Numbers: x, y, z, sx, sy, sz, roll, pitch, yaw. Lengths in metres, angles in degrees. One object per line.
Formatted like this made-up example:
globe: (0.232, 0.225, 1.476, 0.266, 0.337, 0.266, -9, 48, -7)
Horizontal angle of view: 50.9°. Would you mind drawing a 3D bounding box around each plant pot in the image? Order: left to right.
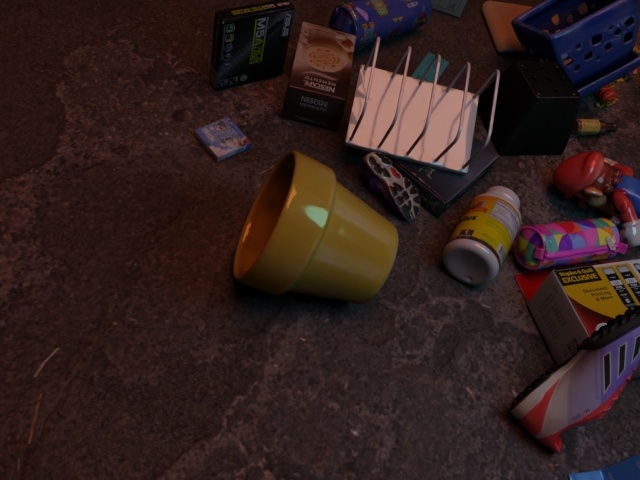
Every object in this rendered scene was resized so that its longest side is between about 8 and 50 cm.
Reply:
plant pot: (0.000, 0.000, 1.220, 0.238, 0.254, 0.254, 25, 50, -17)
plant pot: (0.518, -0.334, 1.647, 0.188, 0.167, 0.188, -4, 55, -17)
plant pot: (0.670, -0.510, 1.736, 0.235, 0.212, 0.236, -29, 30, 5)

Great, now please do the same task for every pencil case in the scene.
pencil case: (0.156, -0.592, 1.765, 0.306, 0.119, 0.133, -30, 91, -32)
pencil case: (0.530, 0.005, 1.431, 0.236, 0.104, 0.104, -6, 56, -22)

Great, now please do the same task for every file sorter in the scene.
file sorter: (0.215, -0.283, 1.411, 0.277, 0.173, 0.193, 13, 75, -6)

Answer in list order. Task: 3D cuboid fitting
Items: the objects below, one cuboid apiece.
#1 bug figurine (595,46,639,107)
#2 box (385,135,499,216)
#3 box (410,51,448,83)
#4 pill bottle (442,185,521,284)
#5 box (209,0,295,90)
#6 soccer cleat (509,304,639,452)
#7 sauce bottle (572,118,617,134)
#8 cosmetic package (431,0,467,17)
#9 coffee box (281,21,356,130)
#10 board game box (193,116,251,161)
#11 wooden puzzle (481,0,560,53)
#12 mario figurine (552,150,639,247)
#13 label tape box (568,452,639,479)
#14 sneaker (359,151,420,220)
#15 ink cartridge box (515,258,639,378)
bug figurine: (0.849, -0.461, 1.895, 0.278, 0.072, 0.216, -8, 51, -15)
box: (0.269, -0.179, 1.530, 0.183, 0.059, 0.232, 42, 55, 15)
box: (0.226, -0.343, 1.615, 0.060, 0.101, 0.244, 29, 52, 8)
pill bottle: (0.342, -0.017, 1.393, 0.117, 0.117, 0.215, 31, 52, 8)
box: (-0.157, -0.443, 1.524, 0.184, 0.191, 0.045, -19, 59, -28)
soccer cleat: (0.471, 0.231, 1.142, 0.116, 0.318, 0.108, 49, 24, 17)
sauce bottle: (0.713, -0.295, 1.754, 0.128, 0.042, 0.042, -1, 55, -19)
cosmetic package: (0.286, -0.774, 1.916, 0.309, 0.160, 0.113, 18, 51, -4)
coffee box: (-0.001, -0.390, 1.586, 0.141, 0.098, 0.247, 12, 52, -6)
board game box: (-0.211, -0.219, 1.451, 0.090, 0.020, 0.090, -30, 67, -30)
wooden puzzle: (0.602, -0.608, 1.959, 0.238, 0.044, 0.221, 0, 55, -10)
mario figurine: (0.686, -0.090, 1.540, 0.320, 0.170, 0.198, 25, 15, 15)
label tape box: (0.620, 0.473, 1.114, 0.333, 0.106, 0.241, 0, 54, -16)
sneaker: (0.149, -0.114, 1.449, 0.068, 0.071, 0.170, -34, 85, -30)
ink cartridge box: (0.591, 0.130, 1.346, 0.309, 0.130, 0.272, -6, 55, -19)
